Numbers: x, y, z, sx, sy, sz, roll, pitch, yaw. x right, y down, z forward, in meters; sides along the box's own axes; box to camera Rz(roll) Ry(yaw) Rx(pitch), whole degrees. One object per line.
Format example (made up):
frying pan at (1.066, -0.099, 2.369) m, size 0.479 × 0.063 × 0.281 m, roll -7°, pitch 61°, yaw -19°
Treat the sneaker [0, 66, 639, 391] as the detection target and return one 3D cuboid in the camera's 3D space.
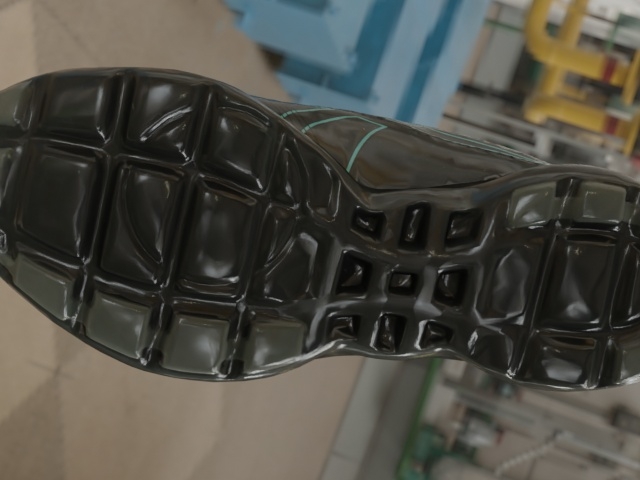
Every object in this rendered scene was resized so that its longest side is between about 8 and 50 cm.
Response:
sneaker at (0.000, 0.000, 0.576) m, size 0.106 × 0.267 × 0.101 m, roll -134°, pitch -122°, yaw -76°
